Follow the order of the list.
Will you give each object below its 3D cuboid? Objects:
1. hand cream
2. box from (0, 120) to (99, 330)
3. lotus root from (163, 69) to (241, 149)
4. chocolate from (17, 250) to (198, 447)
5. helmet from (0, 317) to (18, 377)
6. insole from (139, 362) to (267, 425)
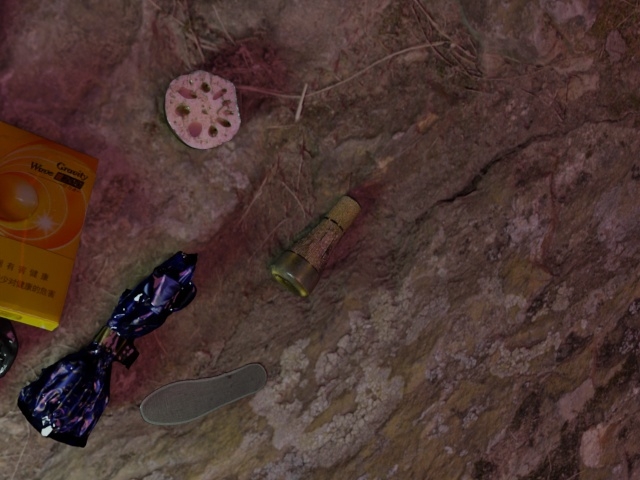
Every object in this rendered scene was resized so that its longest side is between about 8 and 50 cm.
[{"bbox_3d":[0.000,0.000,1.322,0.084,0.084,0.203,47,70,-27],"label":"hand cream"},{"bbox_3d":[-0.406,-0.023,1.039,0.152,0.043,0.269,22,58,-31],"label":"box"},{"bbox_3d":[-0.191,-0.202,1.173,0.112,0.081,0.122,-13,105,-24],"label":"lotus root"},{"bbox_3d":[-0.308,0.147,1.163,0.343,0.126,0.148,-53,157,-13],"label":"chocolate"},{"bbox_3d":[-0.543,0.163,1.013,0.253,0.154,0.198,-36,153,-8],"label":"helmet"},{"bbox_3d":[-0.196,0.267,1.300,0.232,0.003,0.080,-13,105,-26],"label":"insole"}]
